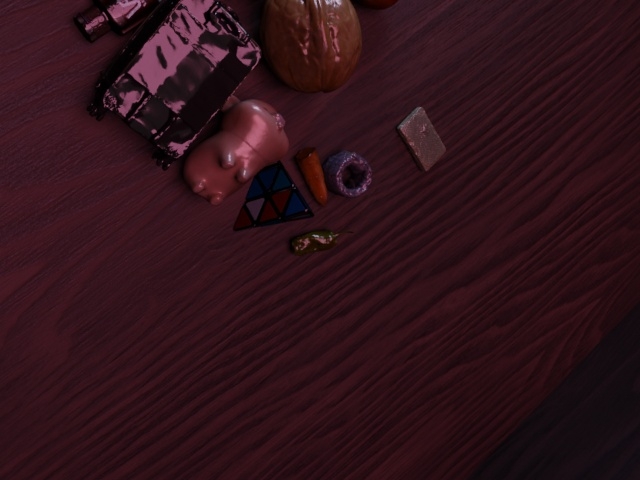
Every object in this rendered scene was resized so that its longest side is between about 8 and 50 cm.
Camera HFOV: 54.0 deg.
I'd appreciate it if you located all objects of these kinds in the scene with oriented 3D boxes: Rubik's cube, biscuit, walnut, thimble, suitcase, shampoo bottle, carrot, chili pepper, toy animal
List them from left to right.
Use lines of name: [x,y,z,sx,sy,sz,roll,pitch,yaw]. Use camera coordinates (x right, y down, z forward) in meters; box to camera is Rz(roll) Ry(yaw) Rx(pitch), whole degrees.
shampoo bottle: [-0.474,-0.622,1.604,0.323,0.084,0.129,-39,116,-16]
suitcase: [-0.367,-0.428,1.628,0.434,0.194,0.283,-50,124,3]
toy animal: [-0.236,-0.251,1.756,0.326,0.269,0.237,-29,132,20]
Rubik's cube: [-0.155,-0.077,1.887,0.234,0.250,0.284,-31,122,1]
walnut: [-0.026,-0.572,1.772,0.252,0.277,0.313,-48,137,-57]
carrot: [-0.016,-0.190,1.988,0.072,0.072,0.205,-31,119,-20]
chili pepper: [0.001,0.003,2.044,0.203,0.073,0.072,-13,127,-16]
thimble: [0.087,-0.212,2.024,0.150,0.097,0.150,-8,107,-28]
biscuit: [0.353,-0.349,2.180,0.121,0.040,0.199,-46,119,-15]

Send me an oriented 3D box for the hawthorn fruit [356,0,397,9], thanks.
hawthorn fruit: [0.180,-0.777,1.904,0.188,0.169,0.169,14,95,-35]
